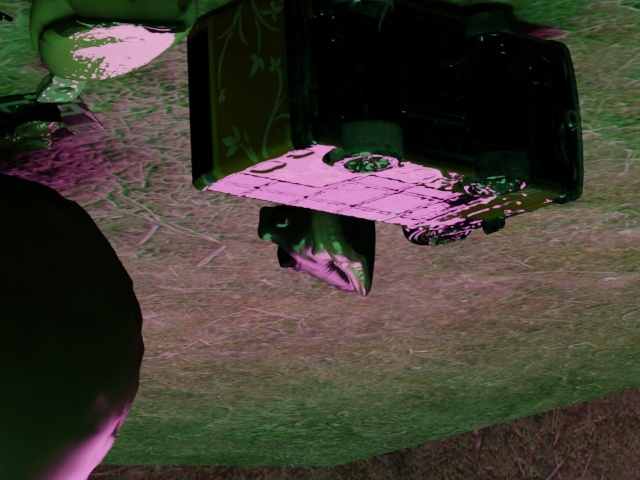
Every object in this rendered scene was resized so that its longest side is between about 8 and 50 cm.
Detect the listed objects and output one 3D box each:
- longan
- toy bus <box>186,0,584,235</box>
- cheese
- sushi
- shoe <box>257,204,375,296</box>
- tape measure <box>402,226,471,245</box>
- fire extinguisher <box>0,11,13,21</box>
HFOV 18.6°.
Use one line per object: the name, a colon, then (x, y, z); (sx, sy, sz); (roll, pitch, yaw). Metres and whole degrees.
longan: (-0.394, 0.115, 1.903); (0.436, 0.404, 0.404); (1, 165, -39)
toy bus: (0.056, -0.107, 1.652); (0.323, 0.162, 0.194); (10, 160, -42)
cheese: (-0.188, -0.155, 1.584); (0.127, 0.054, 0.251); (0, 166, -22)
sushi: (-0.311, -0.094, 1.820); (0.201, 0.031, 0.139); (-7, 166, 5)
shoe: (0.000, 0.000, 2.210); (0.112, 0.099, 0.227); (-1, 163, 9)
tape measure: (0.136, -0.028, 2.211); (0.091, 0.054, 0.094); (5, 156, -32)
fire extinguisher: (-0.277, -0.182, 1.500); (0.083, 0.025, 0.038); (10, -163, -46)
